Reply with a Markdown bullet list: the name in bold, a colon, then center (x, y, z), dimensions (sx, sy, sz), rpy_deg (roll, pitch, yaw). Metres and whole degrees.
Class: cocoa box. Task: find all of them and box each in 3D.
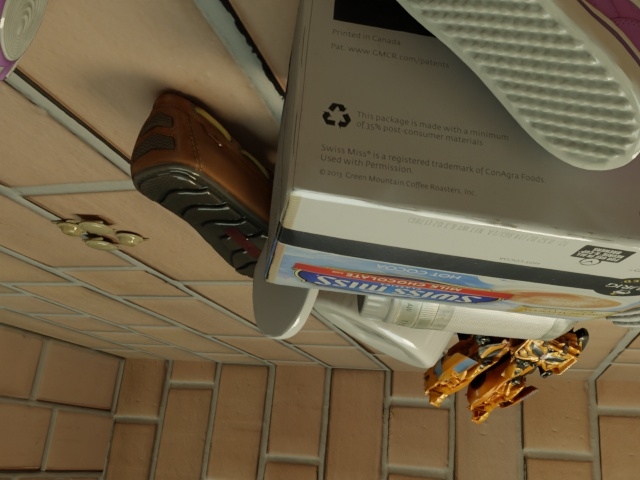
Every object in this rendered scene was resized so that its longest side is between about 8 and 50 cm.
- **cocoa box**: center (0.136, -0.075, 0.526), dimensions (0.346, 0.232, 0.228), rpy_deg (8, 160, -7)

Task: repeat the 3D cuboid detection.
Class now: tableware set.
- **tableware set**: center (-0.436, -0.011, 1.183), dimensions (0.140, 0.020, 0.168), rpy_deg (-3, 159, 25)

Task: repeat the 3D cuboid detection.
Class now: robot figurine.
- **robot figurine**: center (0.326, 0.215, 1.056), dimensions (0.210, 0.085, 0.291), rpy_deg (25, 132, -17)

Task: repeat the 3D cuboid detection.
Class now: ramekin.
- **ramekin**: center (0.116, 0.113, 1.072), dimensions (0.277, 0.135, 0.277), rpy_deg (28, 166, 8)

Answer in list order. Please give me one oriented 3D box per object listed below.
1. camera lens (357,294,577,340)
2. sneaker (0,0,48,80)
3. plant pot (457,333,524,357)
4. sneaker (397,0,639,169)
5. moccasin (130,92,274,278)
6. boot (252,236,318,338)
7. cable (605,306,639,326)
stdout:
- **camera lens**: center (0.194, 0.010, 0.774), dimensions (0.274, 0.220, 0.219), rpy_deg (6, 161, 0)
- **sneaker**: center (-0.287, -0.232, 0.423), dimensions (0.152, 0.114, 0.305), rpy_deg (21, 155, -4)
- **plant pot**: center (0.349, 0.139, 1.186), dimensions (0.187, 0.167, 0.188), rpy_deg (-3, 158, 20)
- **sneaker**: center (0.131, -0.195, 0.382), dimensions (0.282, 0.161, 0.102), rpy_deg (49, 153, -12)
- **moccasin**: center (-0.105, -0.052, 0.815), dimensions (0.139, 0.147, 0.380), rpy_deg (-14, 148, 28)
- **boot**: center (0.000, 0.000, 0.745), dimensions (0.095, 0.259, 0.123), rpy_deg (5, 168, 38)
- **cable**: center (0.542, 0.053, 0.883), dimensions (0.256, 0.089, 0.257), rpy_deg (-15, 170, -16)
